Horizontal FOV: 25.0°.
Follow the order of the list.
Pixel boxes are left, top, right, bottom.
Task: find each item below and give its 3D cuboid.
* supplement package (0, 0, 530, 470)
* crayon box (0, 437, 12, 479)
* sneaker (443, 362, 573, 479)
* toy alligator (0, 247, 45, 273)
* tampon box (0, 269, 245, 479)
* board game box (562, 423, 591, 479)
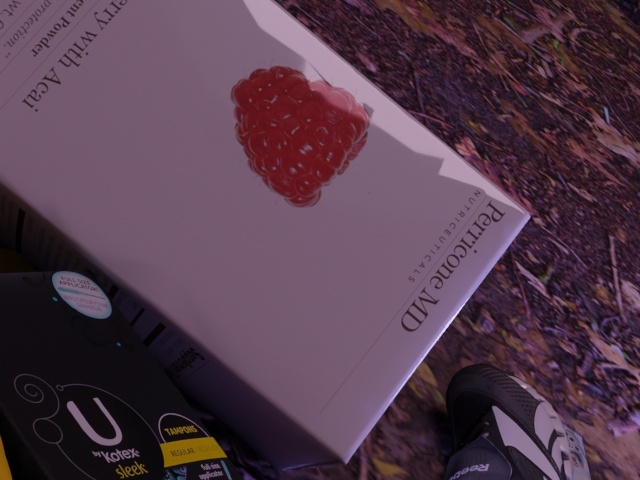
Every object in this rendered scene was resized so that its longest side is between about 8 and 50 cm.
[{"bbox_3d":[-0.065,-0.027,0.820,0.293,0.177,0.175,39,-16,-3],"label":"supplement package"},{"bbox_3d":[-0.196,0.105,0.373,0.363,0.106,0.313,51,11,-51],"label":"crayon box"},{"bbox_3d":[0.122,0.161,0.975,0.106,0.078,0.234,27,29,-34],"label":"sneaker"},{"bbox_3d":[-0.193,0.044,0.733,0.051,0.056,0.189,48,24,17],"label":"toy alligator"},{"bbox_3d":[-0.129,0.104,0.665,0.161,0.101,0.120,50,24,21],"label":"tampon box"},{"bbox_3d":[0.170,0.162,1.120,0.090,0.020,0.090,34,23,-15],"label":"board game box"}]
